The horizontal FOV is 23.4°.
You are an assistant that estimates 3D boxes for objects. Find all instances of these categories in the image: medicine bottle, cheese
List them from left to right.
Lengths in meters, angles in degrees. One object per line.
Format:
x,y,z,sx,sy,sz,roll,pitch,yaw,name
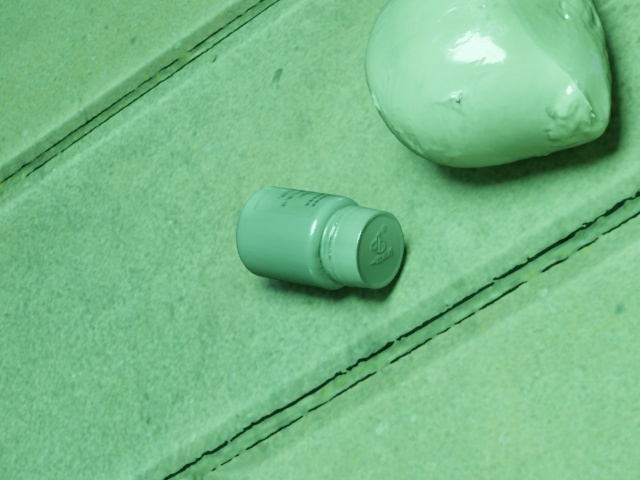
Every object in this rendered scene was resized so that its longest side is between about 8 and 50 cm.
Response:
0.000,0.000,1.302,0.130,0.080,0.080,10,70,38,medicine bottle
0.129,-0.147,1.251,0.189,0.154,0.198,-26,52,28,cheese
